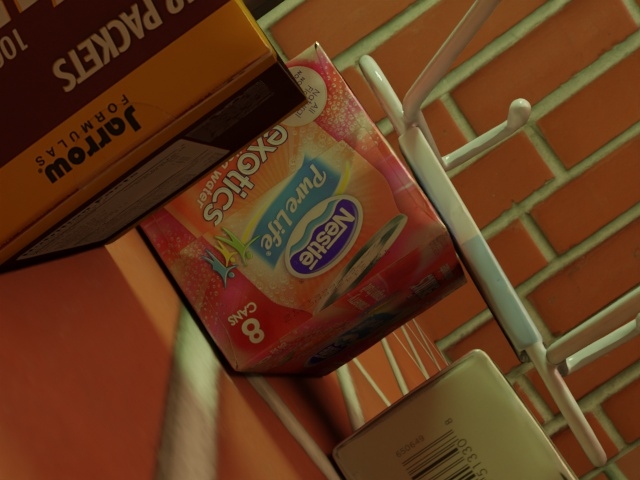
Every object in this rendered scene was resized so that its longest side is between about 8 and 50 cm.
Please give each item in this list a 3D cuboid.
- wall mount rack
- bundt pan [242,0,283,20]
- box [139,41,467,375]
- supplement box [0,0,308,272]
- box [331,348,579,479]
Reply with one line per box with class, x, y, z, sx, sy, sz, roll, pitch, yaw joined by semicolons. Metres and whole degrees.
wall mount rack;0.148;-0.029;0.691;0.350;0.130;0.304;61;5;16
bundt pan;-0.167;-0.259;0.720;0.331;0.124;0.331;47;7;-8
box;0.000;0.000;0.722;0.142;0.154;0.300;57;4;12
supplement box;-0.115;-0.105;0.412;0.191;0.129;0.194;55;4;-2
box;0.116;0.179;0.754;0.149;0.126;0.232;55;4;14
